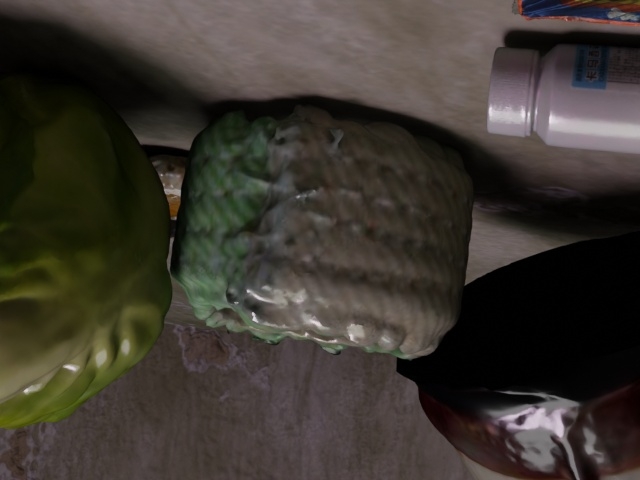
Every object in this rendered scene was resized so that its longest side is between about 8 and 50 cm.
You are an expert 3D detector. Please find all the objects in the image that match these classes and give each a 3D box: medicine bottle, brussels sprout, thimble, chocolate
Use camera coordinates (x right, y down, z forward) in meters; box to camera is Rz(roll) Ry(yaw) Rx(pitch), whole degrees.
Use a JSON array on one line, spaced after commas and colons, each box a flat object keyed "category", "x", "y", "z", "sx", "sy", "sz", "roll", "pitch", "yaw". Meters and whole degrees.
[{"category": "medicine bottle", "x": 0.130, "y": -0.072, "z": 0.544, "sx": 0.089, "sy": 0.052, "sz": 0.052, "roll": 6, "pitch": 169, "yaw": 13}, {"category": "brussels sprout", "x": -0.236, "y": 0.013, "z": 0.702, "sx": 0.259, "sy": 0.227, "sz": 0.294, "roll": -9, "pitch": -152, "yaw": 15}, {"category": "thimble", "x": 0.000, "y": 0.000, "z": 0.771, "sx": 0.219, "sy": 0.150, "sz": 0.219, "roll": 9, "pitch": 170, "yaw": 1}, {"category": "chocolate", "x": 0.216, "y": 0.120, "z": 0.829, "sx": 0.284, "sy": 0.186, "sz": 0.283, "roll": -21, "pitch": -170, "yaw": 4}]

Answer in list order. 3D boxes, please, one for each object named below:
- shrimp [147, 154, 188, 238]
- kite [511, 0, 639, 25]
[{"category": "shrimp", "x": -0.180, "y": -0.026, "z": 1.028, "sx": 0.365, "sy": 0.071, "sz": 0.233, "roll": -9, "pitch": 165, "yaw": 43}, {"category": "kite", "x": 0.163, "y": -0.108, "z": 0.426, "sx": 0.321, "sy": 0.016, "sz": 0.234, "roll": 16, "pitch": 167, "yaw": -33}]
